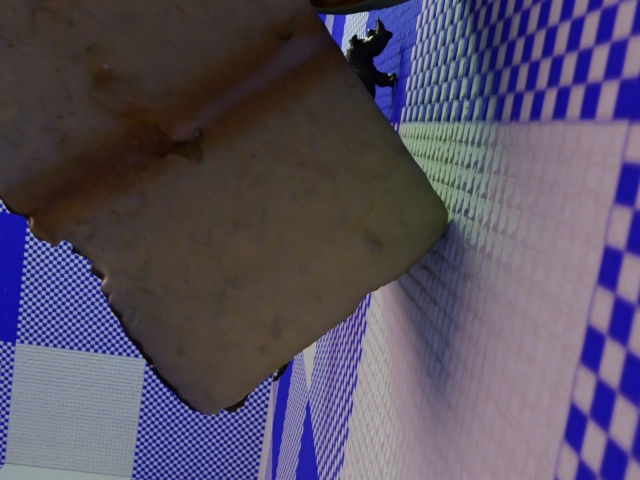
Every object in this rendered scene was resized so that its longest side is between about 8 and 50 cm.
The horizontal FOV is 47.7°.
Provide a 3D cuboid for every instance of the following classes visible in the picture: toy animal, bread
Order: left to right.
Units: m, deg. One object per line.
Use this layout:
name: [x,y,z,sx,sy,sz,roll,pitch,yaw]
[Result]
bread: [-0.088,-0.071,0.566,0.242,0.345,0.405,-38,9,-8]
toy animal: [0.054,-0.188,0.830,0.047,0.065,0.135,-112,31,-79]

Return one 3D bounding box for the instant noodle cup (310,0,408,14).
instant noodle cup: [0.012,-0.308,0.534,0.200,0.265,0.264,90,-177,-52]
